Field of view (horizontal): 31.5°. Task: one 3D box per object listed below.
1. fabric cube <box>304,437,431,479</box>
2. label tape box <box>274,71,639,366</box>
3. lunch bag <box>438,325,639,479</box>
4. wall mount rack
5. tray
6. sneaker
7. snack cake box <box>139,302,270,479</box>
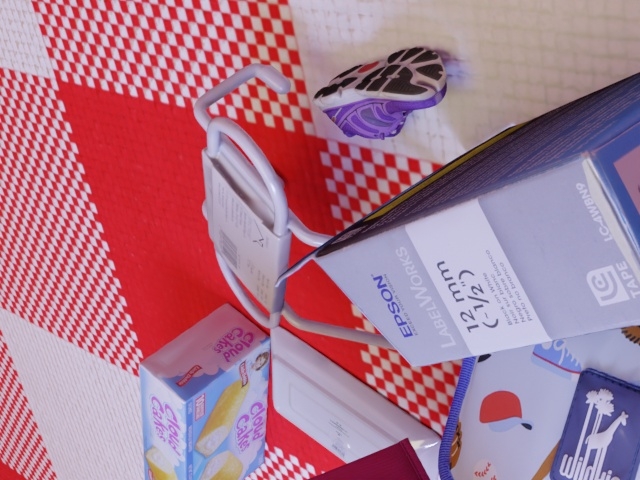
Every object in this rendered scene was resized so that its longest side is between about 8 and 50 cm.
[{"bbox_3d":[0.021,0.369,0.938,0.254,0.258,0.259,-118,9,-60],"label":"fabric cube"},{"bbox_3d":[0.159,-0.020,0.814,0.348,0.249,0.115,-24,97,55],"label":"label tape box"},{"bbox_3d":[0.274,0.218,0.871,0.328,0.239,0.385,18,126,51],"label":"lunch bag"},{"bbox_3d":[0.000,0.000,1.104,0.304,0.130,0.350,48,161,18],"label":"wall mount rack"},{"bbox_3d":[0.028,0.219,1.361,0.270,0.030,0.145,32,139,32],"label":"tray"},{"bbox_3d":[0.064,-0.127,1.029,0.071,0.068,0.170,53,157,-19],"label":"sneaker"},{"bbox_3d":[-0.149,0.230,1.480,0.089,0.152,0.264,35,140,28],"label":"snack cake box"}]
